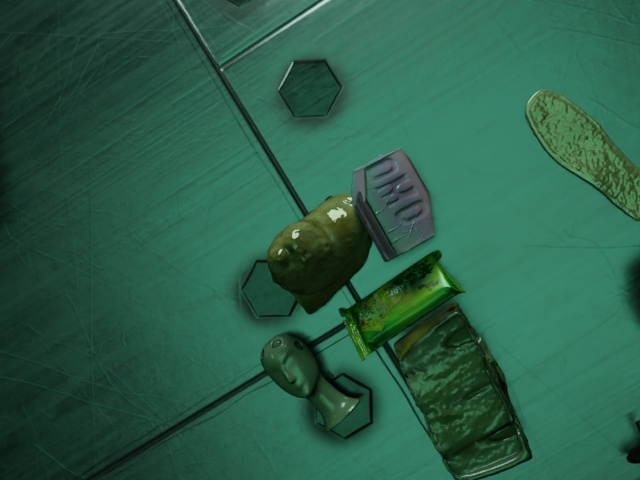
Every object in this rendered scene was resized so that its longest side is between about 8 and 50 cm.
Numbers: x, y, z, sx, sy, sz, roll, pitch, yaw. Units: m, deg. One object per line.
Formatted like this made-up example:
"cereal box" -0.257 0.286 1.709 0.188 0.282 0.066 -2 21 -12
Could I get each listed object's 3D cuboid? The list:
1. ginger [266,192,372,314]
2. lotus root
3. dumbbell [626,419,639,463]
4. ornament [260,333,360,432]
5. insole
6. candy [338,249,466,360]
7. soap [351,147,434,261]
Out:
"ginger" 0.003 -0.002 1.376 0.115 0.122 0.193 39 86 18
"lotus root" 0.198 0.210 1.333 0.119 0.138 0.235 -26 87 12
"dumbbell" 0.472 0.322 1.325 0.069 0.069 0.147 -22 86 7
"ornament" -0.022 0.204 1.391 0.156 0.081 0.075 46 110 1
"insole" 0.395 -0.122 1.370 0.248 0.011 0.081 42 94 6
"candy" 0.116 0.090 1.370 0.178 0.102 0.032 -34 129 9
"soap" 0.105 -0.057 1.371 0.100 0.056 0.149 -26 85 -23
